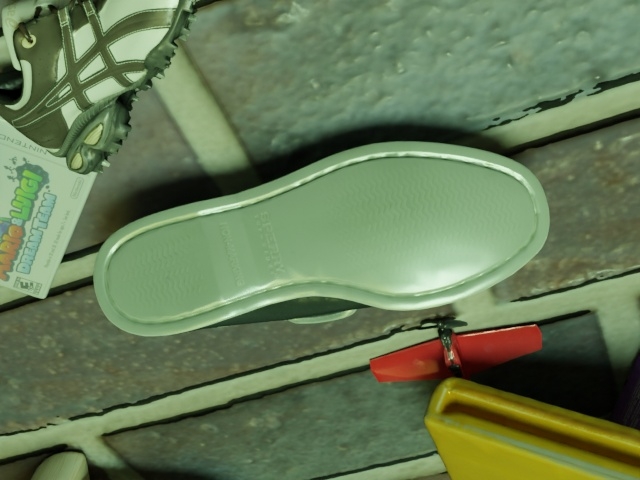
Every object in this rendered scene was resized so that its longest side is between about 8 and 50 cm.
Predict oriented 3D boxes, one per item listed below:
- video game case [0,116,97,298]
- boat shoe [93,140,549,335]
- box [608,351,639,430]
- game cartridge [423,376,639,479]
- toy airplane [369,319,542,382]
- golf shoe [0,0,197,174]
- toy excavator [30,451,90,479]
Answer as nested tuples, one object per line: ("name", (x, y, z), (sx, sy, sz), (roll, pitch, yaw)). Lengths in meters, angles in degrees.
("video game case", (-0.243, -0.033, 0.610), (0.143, 0.019, 0.157), (20, 129, -18))
("boat shoe", (0.000, 0.000, 0.599), (0.302, 0.091, 0.115), (-6, 88, 6))
("box", (0.414, 0.143, 0.751), (0.293, 0.057, 0.201), (2, 133, -2))
("game cartridge", (0.255, 0.245, 0.742), (0.285, 0.053, 0.324), (13, 150, 29))
("toy airplane", (0.120, 0.119, 0.747), (0.151, 0.028, 0.151), (1, 133, 1))
("golf shoe", (-0.130, -0.121, 0.493), (0.093, 0.077, 0.198), (26, 126, -22))
("toy excavator", (-0.029, 0.356, 0.869), (0.432, 0.222, 0.445), (-15, 119, 20))
